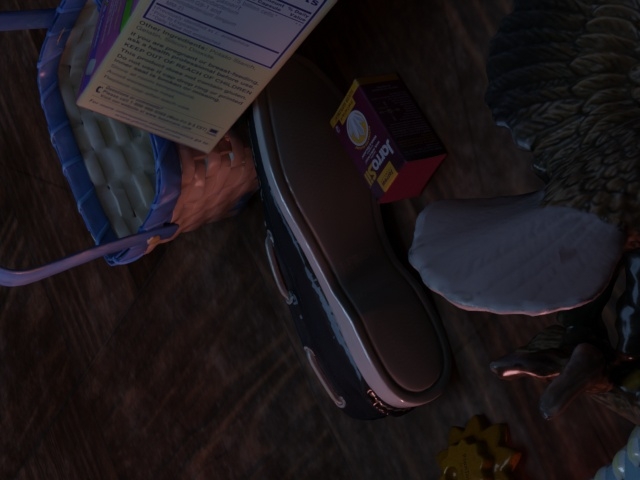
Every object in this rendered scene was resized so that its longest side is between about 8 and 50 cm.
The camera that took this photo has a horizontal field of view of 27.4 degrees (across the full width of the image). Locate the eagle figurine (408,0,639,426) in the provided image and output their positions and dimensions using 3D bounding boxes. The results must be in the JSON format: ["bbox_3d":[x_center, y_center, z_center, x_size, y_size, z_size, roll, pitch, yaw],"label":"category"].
[{"bbox_3d":[0.186,-0.055,0.611,0.225,0.226,0.298,-49,-18,-82],"label":"eagle figurine"}]

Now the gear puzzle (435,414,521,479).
[{"bbox_3d":[0.068,0.291,0.999,0.175,0.044,0.338,34,104,51],"label":"gear puzzle"}]

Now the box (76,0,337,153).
[{"bbox_3d":[-0.075,-0.223,0.991,0.243,0.117,0.213,-41,35,53],"label":"box"}]

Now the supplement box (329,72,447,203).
[{"bbox_3d":[0.051,-0.078,1.003,0.083,0.043,0.055,60,142,24],"label":"supplement box"}]

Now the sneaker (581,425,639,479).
[{"bbox_3d":[0.208,0.117,0.765,0.319,0.127,0.208,-14,91,48],"label":"sneaker"}]

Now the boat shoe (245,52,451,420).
[{"bbox_3d":[0.000,0.000,1.044,0.091,0.114,0.302,-31,74,50],"label":"boat shoe"}]

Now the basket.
[{"bbox_3d":[-0.198,-0.104,1.142,0.254,0.289,0.201,63,150,16],"label":"basket"}]
